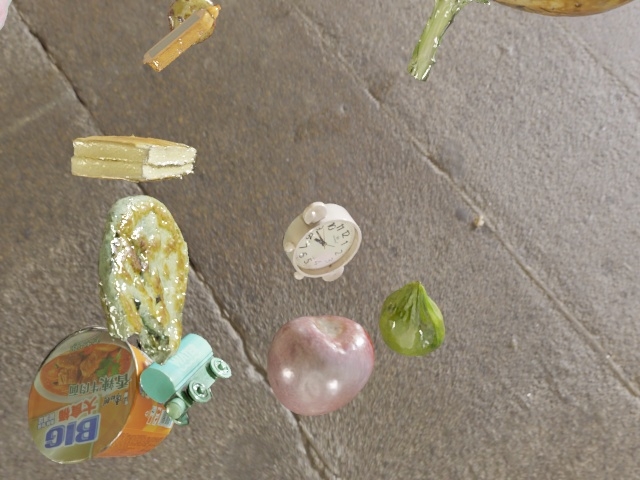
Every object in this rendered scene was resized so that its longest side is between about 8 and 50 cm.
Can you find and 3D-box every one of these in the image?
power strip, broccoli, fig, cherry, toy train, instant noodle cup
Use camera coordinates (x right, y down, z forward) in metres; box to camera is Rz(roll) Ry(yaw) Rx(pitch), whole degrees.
[{"bbox_3d":[-0.256,-0.382,1.291,0.178,0.028,0.049,-40,41,1],"label":"power strip"},{"bbox_3d":[0.195,-0.361,1.127,0.118,0.122,0.204,32,116,14],"label":"broccoli"},{"bbox_3d":[0.218,0.201,1.706,0.167,0.233,0.167,-8,66,18],"label":"fig"},{"bbox_3d":[-0.002,0.279,1.484,0.239,0.239,0.206,-46,38,-16],"label":"cherry"},{"bbox_3d":[-0.292,0.290,1.490,0.159,0.248,0.101,46,107,1],"label":"toy train"},{"bbox_3d":[-0.469,0.360,1.544,0.296,0.214,0.296,-9,64,19],"label":"instant noodle cup"}]

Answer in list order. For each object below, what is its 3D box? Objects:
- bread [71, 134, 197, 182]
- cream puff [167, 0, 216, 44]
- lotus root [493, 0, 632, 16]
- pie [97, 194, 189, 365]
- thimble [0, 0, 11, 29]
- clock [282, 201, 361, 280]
[{"bbox_3d":[-0.489,-0.220,1.845,0.246,0.239,0.111,9,103,22],"label":"bread"},{"bbox_3d":[-0.354,-0.604,1.866,0.149,0.149,0.084,-43,51,-16],"label":"cream puff"},{"bbox_3d":[0.336,-0.394,0.925,0.291,0.193,0.193,8,66,21],"label":"lotus root"},{"bbox_3d":[-0.302,0.064,1.208,0.067,0.302,0.302,-10,66,13],"label":"pie"},{"bbox_3d":[-0.304,-0.220,0.467,0.185,0.149,0.211,41,45,17],"label":"thimble"},{"bbox_3d":[0.000,0.000,1.387,0.156,0.229,0.063,-26,47,-7],"label":"clock"}]
